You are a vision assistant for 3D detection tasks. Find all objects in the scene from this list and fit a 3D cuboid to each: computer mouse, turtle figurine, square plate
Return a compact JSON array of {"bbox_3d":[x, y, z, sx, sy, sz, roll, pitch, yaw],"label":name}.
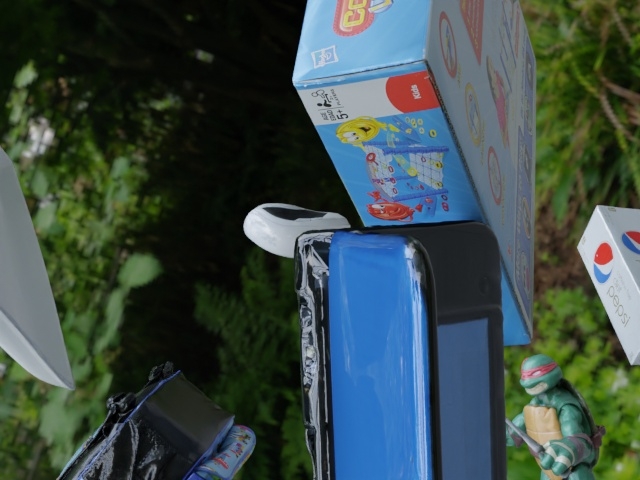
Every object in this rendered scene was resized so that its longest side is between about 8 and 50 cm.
[{"bbox_3d":[0.000,0.000,1.438,0.042,0.193,0.106,-99,21,-47],"label":"computer mouse"},{"bbox_3d":[0.213,0.197,1.090,0.175,0.118,0.234,166,84,-75],"label":"turtle figurine"},{"bbox_3d":[-0.350,-0.065,1.033,0.344,0.049,0.347,63,-178,42],"label":"square plate"}]

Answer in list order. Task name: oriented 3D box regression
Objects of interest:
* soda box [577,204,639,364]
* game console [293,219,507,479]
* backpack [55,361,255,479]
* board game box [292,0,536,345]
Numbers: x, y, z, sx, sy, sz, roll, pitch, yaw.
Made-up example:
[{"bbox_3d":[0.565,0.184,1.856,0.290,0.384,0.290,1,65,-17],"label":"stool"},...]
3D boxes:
[{"bbox_3d":[0.383,0.052,1.399,0.216,0.069,0.073,-102,22,-49],"label":"soda box"},{"bbox_3d":[0.079,0.137,0.646,0.173,0.250,0.293,1,94,46],"label":"game console"},{"bbox_3d":[-0.155,0.207,0.970,0.173,0.117,0.158,-51,-2,8],"label":"backpack"},{"bbox_3d":[0.090,-0.127,0.873,0.302,0.086,0.308,61,-151,-46],"label":"board game box"}]
